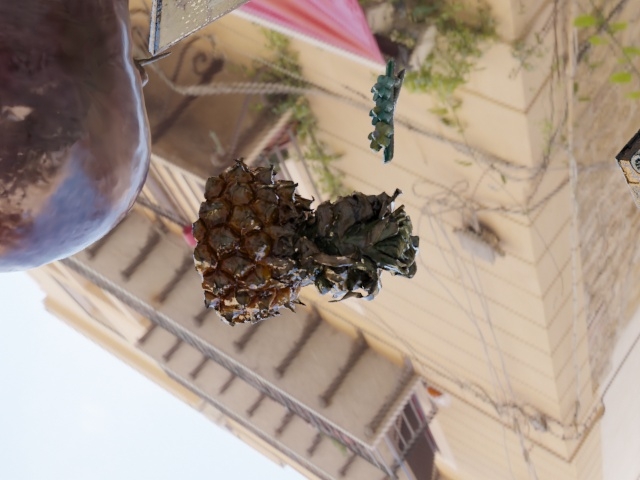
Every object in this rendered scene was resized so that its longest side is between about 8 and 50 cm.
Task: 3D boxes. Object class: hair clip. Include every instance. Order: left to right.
[{"bbox_3d":[0.092,-0.188,1.435,0.049,0.049,0.173,-1,-120,16],"label":"hair clip"}]

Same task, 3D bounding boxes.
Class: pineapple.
[{"bbox_3d":[0.000,0.000,1.372,0.271,0.262,0.262,-1,-122,29],"label":"pineapple"}]

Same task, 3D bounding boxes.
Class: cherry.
[{"bbox_3d":[-0.242,-0.105,0.661,0.221,0.307,0.261,-5,-86,54],"label":"cherry"}]

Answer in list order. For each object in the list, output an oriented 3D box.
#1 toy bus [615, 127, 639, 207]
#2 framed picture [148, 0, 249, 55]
[{"bbox_3d":[0.448,-0.081,1.147,0.091,0.103,0.182,-44,-150,-24],"label":"toy bus"},{"bbox_3d":[-0.083,-0.397,1.285,0.338,0.255,0.014,-37,-106,-29],"label":"framed picture"}]
